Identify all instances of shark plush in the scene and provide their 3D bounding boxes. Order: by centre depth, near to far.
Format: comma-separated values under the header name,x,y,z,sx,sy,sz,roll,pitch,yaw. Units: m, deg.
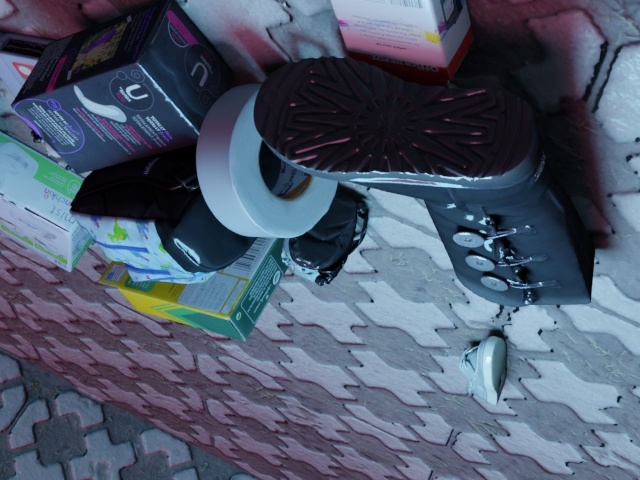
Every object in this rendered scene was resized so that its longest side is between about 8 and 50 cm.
name,x,y,z,sx,sy,sz,roll,pitch,yaw
shark plush,-0.494,-0.171,2.067,0.161,0.073,0.067,10,179,27

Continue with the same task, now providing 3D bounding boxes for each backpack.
name,x,y,z,sx,sy,sz,roll,pitch,yaw
backpack,-0.235,-0.062,1.707,0.355,0.290,0.273,7,142,34
backpack,0.000,0.000,1.781,0.115,0.152,0.182,33,167,6

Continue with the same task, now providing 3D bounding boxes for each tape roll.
name,x,y,z,sx,sy,sz,roll,pitch,yaw
tape roll,-0.070,-0.114,1.534,0.072,0.219,0.219,2,143,44

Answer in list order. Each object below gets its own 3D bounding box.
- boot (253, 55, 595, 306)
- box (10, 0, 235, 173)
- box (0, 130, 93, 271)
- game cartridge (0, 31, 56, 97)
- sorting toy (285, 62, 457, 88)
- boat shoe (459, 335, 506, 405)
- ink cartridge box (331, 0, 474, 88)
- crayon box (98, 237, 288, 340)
name,x,y,z,sx,sy,sz,roll,pitch,yaw
boot,0.154,-0.057,1.417,0.367,0.146,0.445,17,168,28
box,-0.291,-0.222,1.599,0.270,0.143,0.165,-9,136,35
box,-0.601,-0.079,2.255,0.262,0.127,0.231,30,154,1
game cartridge,-0.423,-0.256,1.839,0.294,0.060,0.196,14,154,29
sorting toy,0.116,-0.173,1.437,0.348,0.047,0.196,16,156,27
boat shoe,0.287,0.232,1.954,0.081,0.079,0.227,16,155,18
ink cartridge box,0.093,-0.266,1.250,0.134,0.078,0.231,16,151,27
crayon box,-0.230,0.052,2.020,0.323,0.203,0.083,12,150,33
